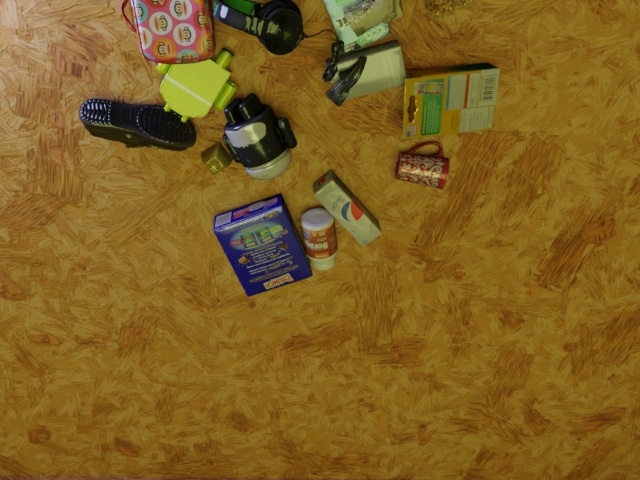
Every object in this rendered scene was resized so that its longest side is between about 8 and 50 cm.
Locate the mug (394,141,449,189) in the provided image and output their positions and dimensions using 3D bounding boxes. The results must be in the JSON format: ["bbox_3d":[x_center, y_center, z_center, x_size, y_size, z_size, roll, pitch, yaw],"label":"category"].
[{"bbox_3d":[0.350,-0.260,2.044,0.169,0.150,0.113,8,156,-3],"label":"mug"}]

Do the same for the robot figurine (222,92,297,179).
[{"bbox_3d":[-0.203,-0.332,1.920,0.173,0.209,0.278,-35,119,-16],"label":"robot figurine"}]

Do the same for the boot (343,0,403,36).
[{"bbox_3d":[0.143,-0.681,1.691,0.165,0.077,0.213,-21,160,11],"label":"boot"}]

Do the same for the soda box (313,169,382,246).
[{"bbox_3d":[0.097,-0.113,2.104,0.091,0.098,0.286,-37,115,17],"label":"soda box"}]

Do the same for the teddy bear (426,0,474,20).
[{"bbox_3d":[0.349,-0.810,1.700,0.244,0.113,0.338,-12,121,1],"label":"teddy bear"}]

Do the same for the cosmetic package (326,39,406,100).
[{"bbox_3d":[0.145,-0.534,1.858,0.237,0.107,0.127,-11,120,7],"label":"cosmetic package"}]

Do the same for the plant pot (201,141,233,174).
[{"bbox_3d":[-0.355,-0.269,1.996,0.081,0.083,0.082,-29,119,13],"label":"plant pot"}]

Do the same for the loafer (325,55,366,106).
[{"bbox_3d":[0.079,-0.492,1.788,0.061,0.062,0.170,31,112,-11],"label":"loafer"}]

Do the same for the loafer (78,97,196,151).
[{"bbox_3d":[-0.589,-0.368,1.922,0.365,0.134,0.130,13,156,-12],"label":"loafer"}]

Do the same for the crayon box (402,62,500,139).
[{"bbox_3d":[0.404,-0.449,1.897,0.322,0.083,0.203,-9,121,-13],"label":"crayon box"}]

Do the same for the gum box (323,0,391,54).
[{"bbox_3d":[0.111,-0.688,1.798,0.156,0.041,0.184,-21,120,9],"label":"gum box"}]

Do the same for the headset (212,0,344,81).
[{"bbox_3d":[-0.124,-0.600,1.720,0.393,0.243,0.185,13,119,-11],"label":"headset"}]

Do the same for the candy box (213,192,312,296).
[{"bbox_3d":[-0.206,0.022,2.154,0.268,0.122,0.317,-18,119,6],"label":"candy box"}]

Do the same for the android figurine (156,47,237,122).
[{"bbox_3d":[-0.394,-0.504,1.857,0.248,0.056,0.273,29,107,-16],"label":"android figurine"}]

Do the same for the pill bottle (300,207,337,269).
[{"bbox_3d":[0.000,0.000,2.144,0.121,0.121,0.216,-8,129,2],"label":"pill bottle"}]

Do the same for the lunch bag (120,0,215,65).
[{"bbox_3d":[-0.444,-0.662,1.710,0.258,0.120,0.293,-4,105,-2],"label":"lunch bag"}]
